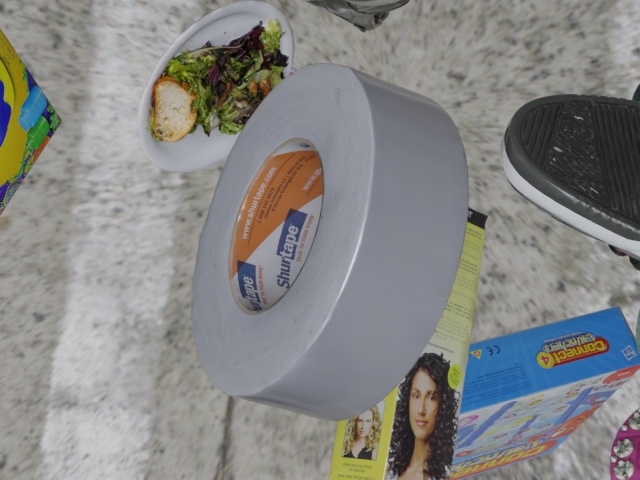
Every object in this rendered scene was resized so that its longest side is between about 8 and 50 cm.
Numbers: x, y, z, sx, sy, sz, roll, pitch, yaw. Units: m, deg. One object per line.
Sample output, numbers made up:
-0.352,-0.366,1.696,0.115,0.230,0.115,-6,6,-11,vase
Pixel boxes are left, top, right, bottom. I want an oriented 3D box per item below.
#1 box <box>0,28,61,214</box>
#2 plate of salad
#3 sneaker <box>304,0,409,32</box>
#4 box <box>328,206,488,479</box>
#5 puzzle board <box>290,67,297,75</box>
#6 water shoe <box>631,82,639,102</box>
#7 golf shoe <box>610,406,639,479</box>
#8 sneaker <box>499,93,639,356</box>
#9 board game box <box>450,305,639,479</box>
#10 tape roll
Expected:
-0.426,-0.109,1.282,0.177,0.290,0.279,10,58,29,box
-0.096,-0.147,1.430,0.048,0.200,0.200,40,97,31,plate of salad
0.072,-0.314,1.799,0.118,0.222,0.083,24,86,-37,sneaker
0.070,0.080,1.107,0.058,0.087,0.232,-2,75,41,box
-0.041,-0.158,1.807,0.096,0.011,0.128,29,129,-1,puzzle board
0.490,-0.207,1.810,0.203,0.073,0.080,-38,129,7,water shoe
0.472,0.246,1.852,0.306,0.115,0.140,-53,127,-33,golf shoe
0.234,0.015,0.950,0.295,0.178,0.124,20,53,-6,sneaker
0.218,0.220,1.861,0.308,0.302,0.086,-12,64,-23,board game box
0.000,0.000,0.906,0.072,0.219,0.219,18,96,-29,tape roll
